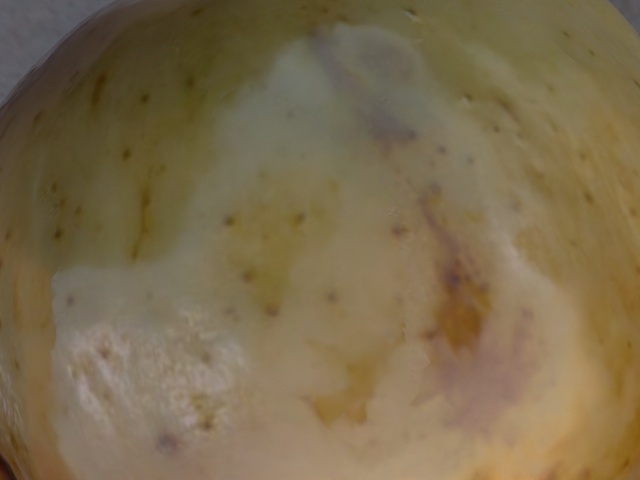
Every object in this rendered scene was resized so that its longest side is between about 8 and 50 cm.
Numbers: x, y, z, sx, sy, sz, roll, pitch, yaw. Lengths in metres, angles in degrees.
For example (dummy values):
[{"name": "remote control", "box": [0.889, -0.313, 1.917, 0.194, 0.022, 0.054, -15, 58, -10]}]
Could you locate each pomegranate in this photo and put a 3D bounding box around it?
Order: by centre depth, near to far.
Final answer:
[{"name": "pomegranate", "box": [0.000, 0.000, 0.856, 0.410, 0.410, 0.410, -3, 80, 19]}]
